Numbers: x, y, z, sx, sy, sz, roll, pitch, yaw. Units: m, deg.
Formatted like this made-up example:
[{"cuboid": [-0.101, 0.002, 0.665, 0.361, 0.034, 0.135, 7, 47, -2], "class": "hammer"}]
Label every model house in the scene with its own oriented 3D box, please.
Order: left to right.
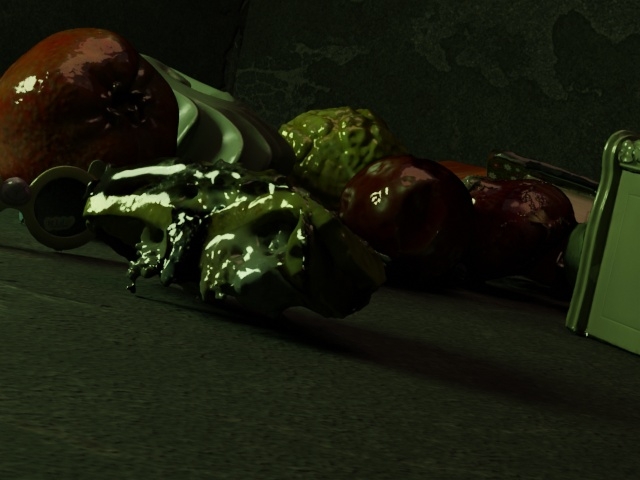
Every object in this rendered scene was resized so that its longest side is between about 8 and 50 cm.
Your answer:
[{"cuboid": [0.340, 0.026, 2.002, 0.294, 0.154, 0.207, 22, -35, 20], "class": "model house"}]

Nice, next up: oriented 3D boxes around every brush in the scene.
[{"cuboid": [0.139, 0.031, 1.843, 0.032, 0.043, 0.193, 29, -4, -21], "class": "brush"}]

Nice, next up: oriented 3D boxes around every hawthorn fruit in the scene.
[{"cuboid": [-0.287, -0.117, 1.572, 0.262, 0.210, 0.210, -14, -13, 39], "class": "hawthorn fruit"}]

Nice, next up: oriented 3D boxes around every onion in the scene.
[{"cuboid": [0.236, -0.024, 1.838, 0.147, 0.184, 0.184, 54, -7, -14], "class": "onion"}]

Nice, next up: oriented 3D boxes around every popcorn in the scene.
[{"cuboid": [0.029, -0.100, 2.237, 0.237, 0.206, 0.251, -3, -6, -5], "class": "popcorn"}]

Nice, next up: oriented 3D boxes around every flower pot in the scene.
[{"cuboid": [-0.170, -0.131, 1.891, 0.254, 0.164, 0.367, 35, 9, 8], "class": "flower pot"}]

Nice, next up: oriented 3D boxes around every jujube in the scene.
[{"cuboid": [0.102, -0.027, 1.741, 0.168, 0.168, 0.236, 11, 2, -3], "class": "jujube"}]

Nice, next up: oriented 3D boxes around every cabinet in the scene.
[{"cuboid": [0.469, 0.033, 1.438, 0.290, 0.227, 0.318, 10, 4, -21], "class": "cabinet"}]

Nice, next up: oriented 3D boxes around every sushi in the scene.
[{"cuboid": [-0.067, 0.006, 1.172, 0.291, 0.131, 0.139, 6, -23, 39], "class": "sushi"}]

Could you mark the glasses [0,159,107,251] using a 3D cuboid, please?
[{"cuboid": [-0.325, -0.025, 1.402, 0.189, 0.088, 0.220, 8, -15, -24], "class": "glasses"}]

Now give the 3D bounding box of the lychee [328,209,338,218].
[{"cuboid": [0.016, -0.005, 1.831, 0.083, 0.068, 0.067, 9, 45, -54], "class": "lychee"}]

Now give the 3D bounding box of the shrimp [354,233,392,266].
[{"cuboid": [-0.078, -0.022, 1.550, 0.287, 0.068, 0.185, 14, 20, -43], "class": "shrimp"}]

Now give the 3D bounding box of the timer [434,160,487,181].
[{"cuboid": [0.184, -0.044, 2.481, 0.250, 0.161, 0.257, -6, 11, -20], "class": "timer"}]

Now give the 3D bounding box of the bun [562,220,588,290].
[{"cuboid": [0.391, 0.047, 1.762, 0.195, 0.118, 0.195, 17, 8, -2], "class": "bun"}]
